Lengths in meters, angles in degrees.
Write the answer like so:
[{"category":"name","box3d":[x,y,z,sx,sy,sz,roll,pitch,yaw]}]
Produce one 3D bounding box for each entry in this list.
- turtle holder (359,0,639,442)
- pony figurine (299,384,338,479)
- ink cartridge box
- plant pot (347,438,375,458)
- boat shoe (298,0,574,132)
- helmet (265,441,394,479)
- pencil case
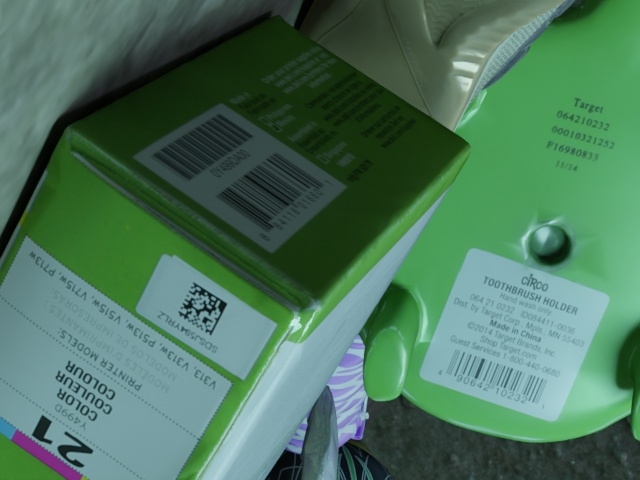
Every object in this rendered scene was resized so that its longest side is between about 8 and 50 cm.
[{"category":"turtle holder","box3d":[0.126,-0.052,1.034,0.227,0.243,0.320,-81,161,-71]},{"category":"pony figurine","box3d":[-0.006,0.275,1.046,0.303,0.363,0.351,-59,-179,4]},{"category":"ink cartridge box","box3d":[-0.066,0.064,0.636,0.255,0.097,0.189,-59,173,25]},{"category":"plant pot","box3d":[-0.022,0.232,1.590,0.134,0.134,0.095,-57,144,3]},{"category":"boat shoe","box3d":[0.065,-0.126,0.689,0.092,0.103,0.285,-57,178,-40]},{"category":"helmet","box3d":[0.001,0.256,1.463,0.169,0.169,0.161,-48,168,-51]},{"category":"pencil case","box3d":[0.011,0.083,1.234,0.206,0.088,0.086,109,4,-58]}]
